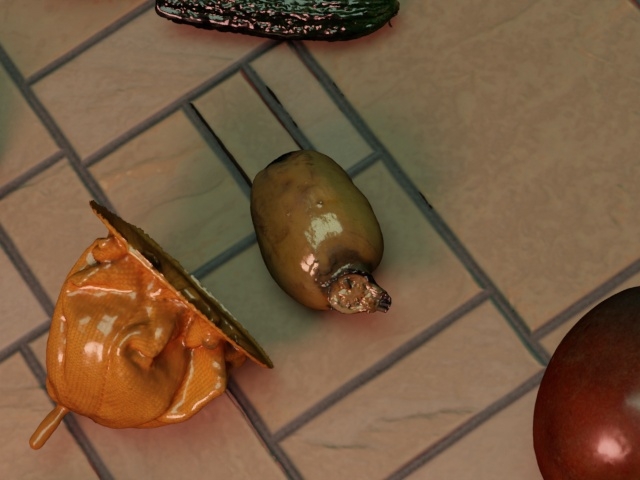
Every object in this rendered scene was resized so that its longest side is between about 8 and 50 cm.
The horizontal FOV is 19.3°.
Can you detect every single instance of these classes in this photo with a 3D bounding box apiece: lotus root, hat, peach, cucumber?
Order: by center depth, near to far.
[{"bbox_3d":[0.326,0.160,1.754,0.252,0.252,0.252,-3,66,8],"label":"peach"},{"bbox_3d":[-0.216,0.121,1.883,0.233,0.244,0.233,-47,59,2],"label":"hat"},{"bbox_3d":[0.000,0.000,1.935,0.118,0.125,0.221,-12,56,-25],"label":"lotus root"},{"bbox_3d":[-0.047,-0.258,2.085,0.265,0.077,0.077,9,68,12],"label":"cucumber"}]
